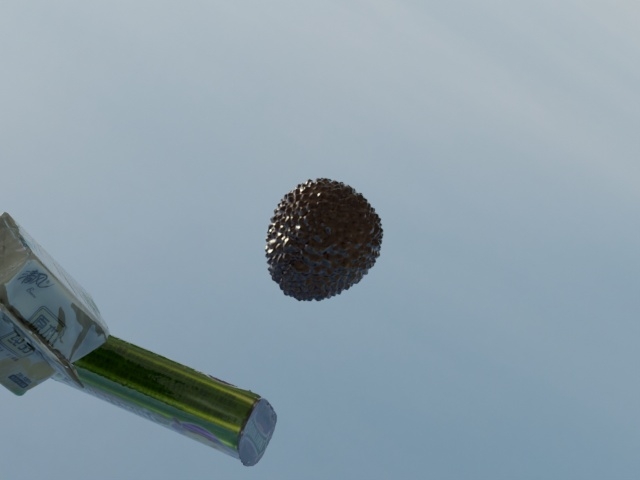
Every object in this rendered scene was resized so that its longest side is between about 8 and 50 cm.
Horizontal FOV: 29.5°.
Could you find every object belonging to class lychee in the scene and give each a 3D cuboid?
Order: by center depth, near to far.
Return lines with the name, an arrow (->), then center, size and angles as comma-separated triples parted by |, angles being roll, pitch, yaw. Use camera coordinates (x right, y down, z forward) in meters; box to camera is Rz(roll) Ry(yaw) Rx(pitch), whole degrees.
lychee -> 0.002, 0.003, 1.256 | 0.123, 0.123, 0.129 | 24, -105, -17

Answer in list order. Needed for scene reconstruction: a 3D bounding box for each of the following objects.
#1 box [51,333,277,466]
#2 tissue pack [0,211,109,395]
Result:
box -> -0.239, 0.212, 1.731 | 0.346, 0.134, 0.097 | 20, -108, 18
tissue pack -> -0.379, 0.103, 1.528 | 0.145, 0.159, 0.229 | 54, 176, 34
